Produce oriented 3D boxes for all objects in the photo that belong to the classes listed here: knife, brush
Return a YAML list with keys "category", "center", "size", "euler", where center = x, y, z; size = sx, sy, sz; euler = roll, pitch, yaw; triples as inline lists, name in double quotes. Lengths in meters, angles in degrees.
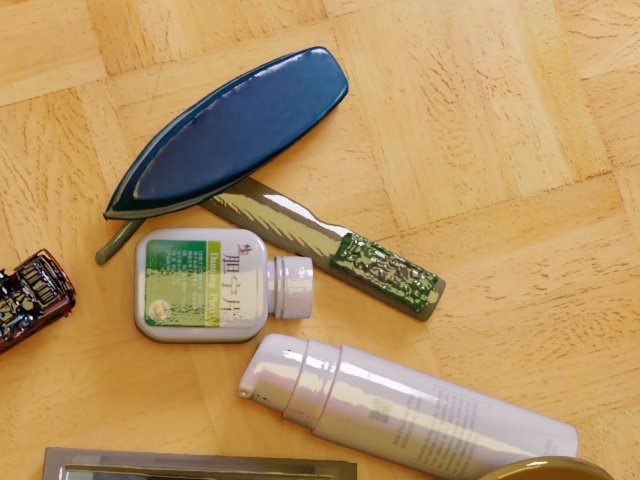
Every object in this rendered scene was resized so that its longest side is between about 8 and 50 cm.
- category: "knife"
  center: [-0.166, -0.055, 1.652]
  size: [0.015, 0.028, 0.210]
  euler: [35, 77, 20]
- category: "brush"
  center: [0.000, 0.000, 1.655]
  size: [0.282, 0.048, 0.054]
  euler: [28, 80, 1]

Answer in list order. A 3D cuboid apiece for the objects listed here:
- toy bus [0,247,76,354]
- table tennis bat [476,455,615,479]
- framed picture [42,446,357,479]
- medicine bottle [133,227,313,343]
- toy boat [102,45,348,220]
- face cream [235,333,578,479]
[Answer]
- category: "toy bus"
  center: [-0.354, 0.098, 1.570]
  size: [0.235, 0.096, 0.073]
  euler: [-32, 85, -10]
- category: "table tennis bat"
  center: [0.158, 0.321, 1.576]
  size: [0.321, 0.050, 0.198]
  euler: [-27, 127, 6]
- category: "framed picture"
  center: [-0.123, 0.404, 1.485]
  size: [0.326, 0.028, 0.446]
  euler: [3, 54, -6]
- category: "medicine bottle"
  center: [-0.101, 0.048, 1.622]
  size: [0.183, 0.069, 0.119]
  euler: [2, 79, -7]
- category: "toy boat"
  center: [-0.099, -0.106, 1.624]
  size: [0.299, 0.062, 0.096]
  euler: [-35, 97, -20]
- category: "face cream"
  center: [0.087, 0.181, 1.606]
  size: [0.345, 0.102, 0.102]
  euler: [20, 79, -3]
